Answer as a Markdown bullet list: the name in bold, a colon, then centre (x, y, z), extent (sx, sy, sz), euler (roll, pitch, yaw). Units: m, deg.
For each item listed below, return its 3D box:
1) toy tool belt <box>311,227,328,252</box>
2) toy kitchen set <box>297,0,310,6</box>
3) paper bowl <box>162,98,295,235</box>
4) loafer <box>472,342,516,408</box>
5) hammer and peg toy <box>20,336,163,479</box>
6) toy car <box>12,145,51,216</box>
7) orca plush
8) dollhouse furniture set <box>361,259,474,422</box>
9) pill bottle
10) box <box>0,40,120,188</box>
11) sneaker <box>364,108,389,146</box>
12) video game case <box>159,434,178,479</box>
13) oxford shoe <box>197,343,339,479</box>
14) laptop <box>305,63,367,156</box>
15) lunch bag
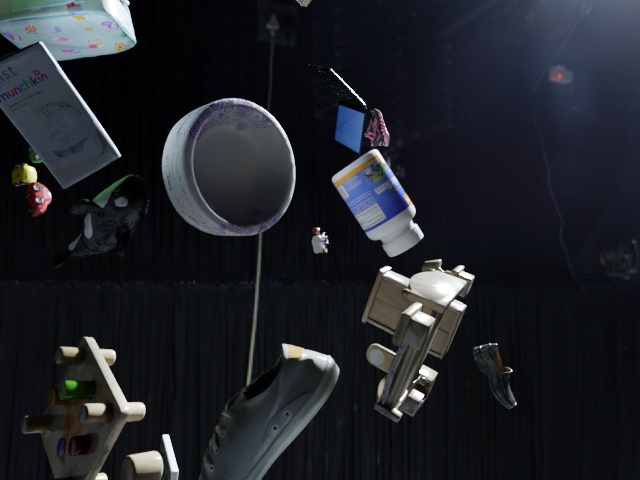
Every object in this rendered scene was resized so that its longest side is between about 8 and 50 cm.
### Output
- **toy tool belt**: centre (0.000, 0.000, 1.531), extent (0.052, 0.083, 0.051), euler (-11, -7, 42)
- **toy kitchen set**: centre (-0.048, -0.577, 1.041), extent (0.075, 0.083, 0.068), euler (-43, 4, 29)
- **paper bowl**: centre (-0.203, -0.150, 1.025), extent (0.148, 0.284, 0.284), euler (-1, -3, 45)
- **loafer**: centre (0.438, 0.331, 1.154), extent (0.061, 0.170, 0.062), euler (-30, 3, 27)
- **hammer and peg toy**: centre (-0.475, 0.403, 0.955), extent (0.127, 0.266, 0.361), euler (20, 13, -48)
- **toy car**: centre (-0.811, -0.212, 1.358), extent (0.239, 0.225, 0.053), euler (40, 23, 33)
- **orca plush**: centre (-0.436, -0.009, 0.955), extent (0.287, 0.102, 0.151), euler (-31, -21, 15)
- **dollhouse furniture set**: centre (0.099, 0.175, 0.783), extent (0.174, 0.303, 0.355), euler (24, 19, 24)
- **pill bottle**: centre (0.163, -0.097, 1.291), extent (0.152, 0.272, 0.152), euler (-34, 4, 2)
- **box**: centre (-0.523, -0.241, 0.938), extent (0.127, 0.231, 0.262), euler (-37, 25, -16)
- **sneaker**: centre (0.142, -0.295, 1.247), extent (0.057, 0.119, 0.047), euler (-15, -28, 3)
- **video game case**: centre (-0.430, 0.669, 1.317), extent (0.022, 0.173, 0.190), euler (7, 5, -26)
- **oxford shoe**: centre (-0.148, 0.372, 0.875), extent (0.130, 0.449, 0.169), euler (39, -4, -7)
- **laptop**: centre (0.040, -0.430, 1.548), extent (0.264, 0.136, 0.234), euler (37, 6, -30)
- **lunch bag**: centre (-0.590, -0.522, 1.107), extent (0.279, 0.108, 0.224), euler (-9, -2, -3)
